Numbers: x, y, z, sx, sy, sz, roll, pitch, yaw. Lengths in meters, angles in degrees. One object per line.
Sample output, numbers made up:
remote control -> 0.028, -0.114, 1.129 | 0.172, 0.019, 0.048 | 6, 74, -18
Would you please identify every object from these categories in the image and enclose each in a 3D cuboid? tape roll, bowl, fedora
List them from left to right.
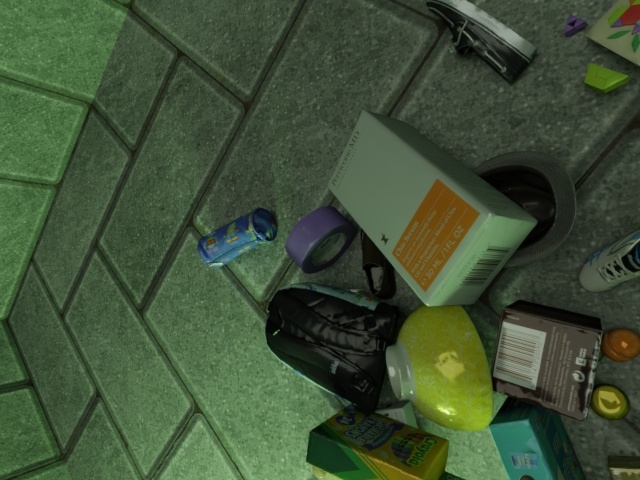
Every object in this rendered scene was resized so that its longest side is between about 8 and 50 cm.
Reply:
tape roll -> 0.000, 0.000, 1.156 | 0.080, 0.189, 0.189 | 48, 113, 27
bowl -> 0.235, 0.277, 0.907 | 0.155, 0.289, 0.290 | -8, 81, -6
fedora -> 0.428, -0.063, 0.906 | 0.275, 0.124, 0.244 | -20, 74, 45

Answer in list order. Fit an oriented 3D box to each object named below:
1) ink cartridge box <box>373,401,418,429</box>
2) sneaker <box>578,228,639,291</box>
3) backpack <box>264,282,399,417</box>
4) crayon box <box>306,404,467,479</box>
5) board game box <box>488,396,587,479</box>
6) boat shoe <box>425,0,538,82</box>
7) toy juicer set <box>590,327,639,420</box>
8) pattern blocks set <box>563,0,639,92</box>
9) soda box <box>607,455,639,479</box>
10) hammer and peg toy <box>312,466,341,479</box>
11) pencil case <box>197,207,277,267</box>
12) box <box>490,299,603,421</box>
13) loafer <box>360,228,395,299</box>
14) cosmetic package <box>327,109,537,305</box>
ink cartridge box -> 0.176, 0.497, 1.089 | 0.150, 0.063, 0.109 | -22, 77, 30
sneaker -> 0.582, 0.037, 0.779 | 0.085, 0.086, 0.237 | 60, 152, 19
backpack -> 0.018, 0.251, 1.118 | 0.355, 0.273, 0.291 | 13, 98, 14
crayon box -> 0.157, 0.493, 0.943 | 0.322, 0.203, 0.083 | 9, 93, 31
board game box -> 0.451, 0.481, 0.792 | 0.079, 0.253, 0.336 | -26, 73, 31
boat shoe -> 0.359, -0.490, 0.989 | 0.306, 0.113, 0.105 | 41, 116, 12
toy juicer set -> 0.691, 0.258, 0.755 | 0.328, 0.089, 0.210 | 3, 71, 36
pattern blocks set -> 0.632, -0.421, 0.788 | 0.286, 0.026, 0.325 | -60, 41, 16
soda box -> 0.653, 0.448, 0.773 | 0.181, 0.061, 0.058 | -16, 79, 32
hammer and peg toy -> 0.089, 0.728, 1.062 | 0.265, 0.127, 0.362 | 11, 106, 37
pencil case -> -0.287, 0.000, 1.388 | 0.306, 0.119, 0.133 | -24, 46, 31
box -> 0.456, 0.225, 0.831 | 0.166, 0.203, 0.169 | 11, 94, 33
loafer -> 0.152, 0.051, 1.118 | 0.080, 0.078, 0.220 | -19, 77, 32
cosmetic package -> 0.216, -0.090, 0.938 | 0.453, 0.161, 0.230 | 55, 129, 43
